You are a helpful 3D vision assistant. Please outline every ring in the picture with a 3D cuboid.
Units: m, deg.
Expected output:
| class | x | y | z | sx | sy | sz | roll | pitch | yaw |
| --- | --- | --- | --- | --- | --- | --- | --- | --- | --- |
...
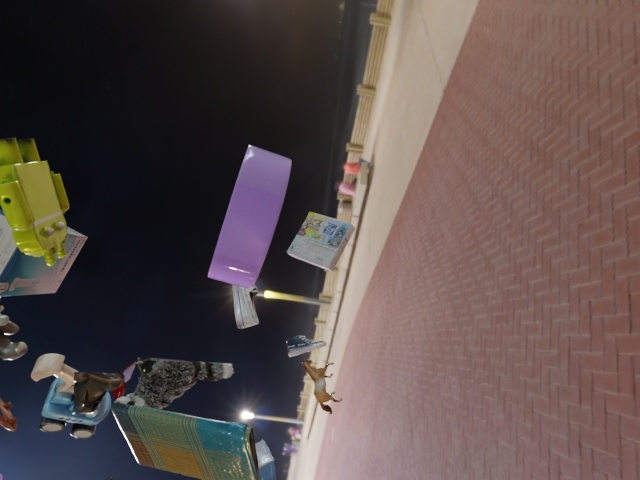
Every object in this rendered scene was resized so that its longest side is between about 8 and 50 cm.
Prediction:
| class | x | y | z | sx | sy | sz | roll | pitch | yaw |
| --- | --- | --- | --- | --- | --- | --- | --- | --- | --- |
| ring | -1.176 | 0.534 | 1.467 | 0.032 | 0.337 | 0.336 | -39 | -25 | -31 |

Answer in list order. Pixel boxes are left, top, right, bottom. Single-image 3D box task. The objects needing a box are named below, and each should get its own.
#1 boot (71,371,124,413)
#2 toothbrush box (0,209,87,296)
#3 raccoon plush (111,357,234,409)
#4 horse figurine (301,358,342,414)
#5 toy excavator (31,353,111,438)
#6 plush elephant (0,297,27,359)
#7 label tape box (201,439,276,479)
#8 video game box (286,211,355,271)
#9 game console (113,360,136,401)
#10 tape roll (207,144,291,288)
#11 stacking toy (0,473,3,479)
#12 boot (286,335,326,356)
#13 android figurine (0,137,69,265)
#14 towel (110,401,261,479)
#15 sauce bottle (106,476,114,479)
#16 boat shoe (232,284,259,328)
| class | x | y | z | sx | sy | sz | roll | pitch | yaw |
| --- | --- | --- | --- | --- | --- | --- | --- | --- | --- |
| boot | -0.551 | 0.382 | 1.028 | 0.219 | 0.082 | 0.106 | -13 | 69 | 42 |
| toothbrush box | -0.876 | 0.043 | 1.239 | 0.216 | 0.126 | 0.295 | -62 | -2 | -4 |
| raccoon plush | -0.589 | 0.639 | 1.676 | 0.216 | 0.447 | 0.299 | 130 | 146 | -71 |
| horse figurine | 0.012 | 0.676 | 1.932 | 0.066 | 0.174 | 0.263 | -29 | 63 | 37 |
| toy excavator | -1.163 | 0.704 | 1.950 | 0.445 | 0.433 | 0.222 | -40 | 38 | 25 |
| plush elephant | -1.128 | 0.255 | 1.370 | 0.255 | 0.330 | 0.272 | -46 | -9 | 17 |
| label tape box | -0.336 | 0.920 | 1.509 | 0.115 | 0.348 | 0.249 | 38 | 136 | 51 |
| video game box | 0.000 | 0.000 | 1.539 | 0.048 | 0.205 | 0.187 | 43 | -109 | -51 |
| game console | -0.843 | 0.621 | 1.808 | 0.124 | 0.085 | 0.144 | 52 | 126 | 34 |
| tape roll | -0.143 | -0.046 | 0.834 | 0.275 | 0.090 | 0.274 | -162 | 90 | -79 |
| stacking toy | -1.438 | 1.055 | 1.780 | 0.175 | 0.302 | 0.165 | -49 | 30 | 12 |
| boot | -0.071 | 0.485 | 1.973 | 0.069 | 0.190 | 0.086 | 62 | -169 | -71 |
| android figurine | -0.613 | -0.081 | 0.894 | 0.248 | 0.056 | 0.272 | -138 | 37 | -73 |
| towel | -0.335 | 0.531 | 1.072 | 0.040 | 0.370 | 0.271 | -67 | -21 | -55 |
| sauce bottle | -0.951 | 1.088 | 1.811 | 0.128 | 0.042 | 0.042 | -53 | -28 | -73 |
| boat shoe | -0.266 | 0.186 | 1.492 | 0.095 | 0.084 | 0.258 | 82 | 178 | -70 |
